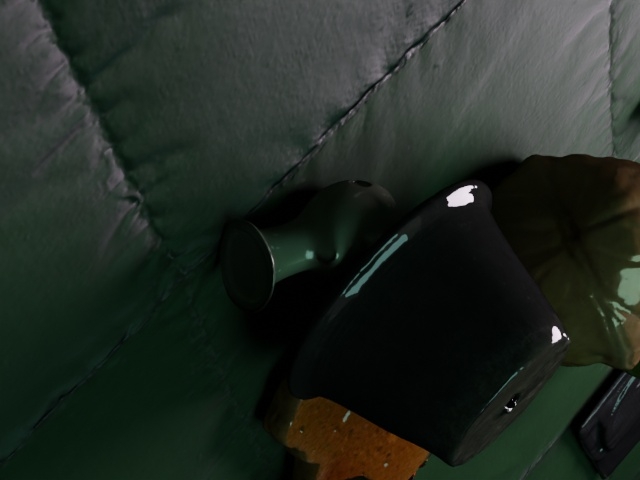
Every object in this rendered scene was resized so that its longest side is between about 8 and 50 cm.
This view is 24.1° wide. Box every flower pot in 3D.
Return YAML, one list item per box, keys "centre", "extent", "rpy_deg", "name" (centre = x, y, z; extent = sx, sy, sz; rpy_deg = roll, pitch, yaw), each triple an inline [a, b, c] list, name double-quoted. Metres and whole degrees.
- centre: [0.103, 0.084, 1.207]
  extent: [0.235, 0.148, 0.235]
  rpy_deg: [-40, 159, -19]
  name: "flower pot"

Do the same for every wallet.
- centre: [0.476, 0.227, 2.217]
  extent: [0.247, 0.041, 0.323]
  rpy_deg: [-49, 155, -5]
  name: "wallet"

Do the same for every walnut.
- centre: [0.252, 0.020, 1.437]
  extent: [0.225, 0.225, 0.261]
  rpy_deg: [-53, 165, -1]
  name: "walnut"

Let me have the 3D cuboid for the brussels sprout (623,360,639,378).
- centre: [0.423, 0.052, 1.758]
  extent: [0.244, 0.244, 0.244]
  rpy_deg: [-38, 149, -28]
  name: "brussels sprout"

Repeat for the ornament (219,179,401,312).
- centre: [0.000, 0.000, 1.155]
  extent: [0.156, 0.081, 0.075]
  rpy_deg: [-19, 115, -42]
  name: "ornament"

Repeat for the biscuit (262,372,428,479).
- centre: [0.043, 0.162, 1.447]
  extent: [0.202, 0.047, 0.334]
  rpy_deg: [-45, 150, -13]
  name: "biscuit"

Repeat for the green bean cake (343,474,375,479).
- centre: [0.020, 0.375, 1.414]
  extent: [0.236, 0.233, 0.124]
  rpy_deg: [-32, 154, 3]
  name: "green bean cake"

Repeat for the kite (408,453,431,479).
- centre: [0.095, 0.264, 1.644]
  extent: [0.190, 0.010, 0.159]
  rpy_deg: [-54, 178, -44]
  name: "kite"
